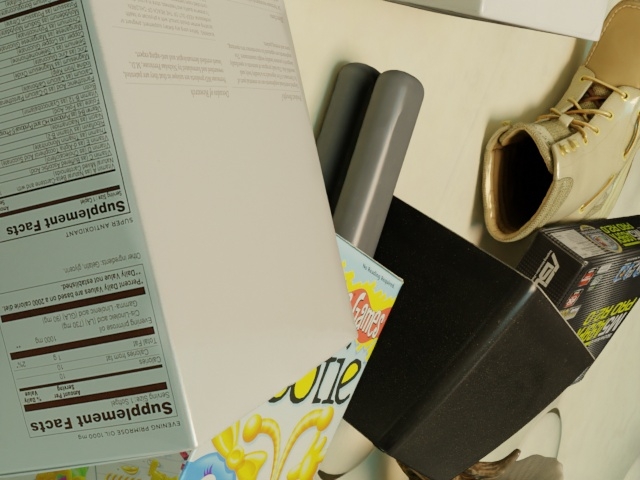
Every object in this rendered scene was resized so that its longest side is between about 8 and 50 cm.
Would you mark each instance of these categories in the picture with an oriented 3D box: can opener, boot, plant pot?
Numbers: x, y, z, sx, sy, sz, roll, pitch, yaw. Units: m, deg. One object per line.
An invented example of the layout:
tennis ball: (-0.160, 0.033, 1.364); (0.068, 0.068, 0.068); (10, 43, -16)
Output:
can opener: (0.000, 0.000, 0.772); (0.093, 0.074, 0.280); (24, 87, -55)
boot: (0.259, -0.124, 1.044); (0.203, 0.095, 0.262); (-8, 122, -52)
plant pot: (0.081, 0.087, 0.850); (0.167, 0.188, 0.187); (-52, 144, -3)

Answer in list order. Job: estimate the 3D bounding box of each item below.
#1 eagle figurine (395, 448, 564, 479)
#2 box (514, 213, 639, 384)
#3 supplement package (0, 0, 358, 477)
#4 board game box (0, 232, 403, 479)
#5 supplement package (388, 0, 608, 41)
eagle figurine: (0.107, 0.338, 0.998); (0.226, 0.225, 0.298); (-24, 115, -59)
box: (0.266, 0.081, 1.129); (0.270, 0.060, 0.216); (-6, 130, -52)
supplement package: (-0.099, -0.023, 0.463); (0.194, 0.149, 0.203); (-19, 97, -69)
board game box: (-0.086, 0.109, 0.647); (0.142, 0.144, 0.275); (33, 80, -55)
supplement package: (0.128, -0.292, 0.740); (0.204, 0.145, 0.262); (-6, 111, -53)
